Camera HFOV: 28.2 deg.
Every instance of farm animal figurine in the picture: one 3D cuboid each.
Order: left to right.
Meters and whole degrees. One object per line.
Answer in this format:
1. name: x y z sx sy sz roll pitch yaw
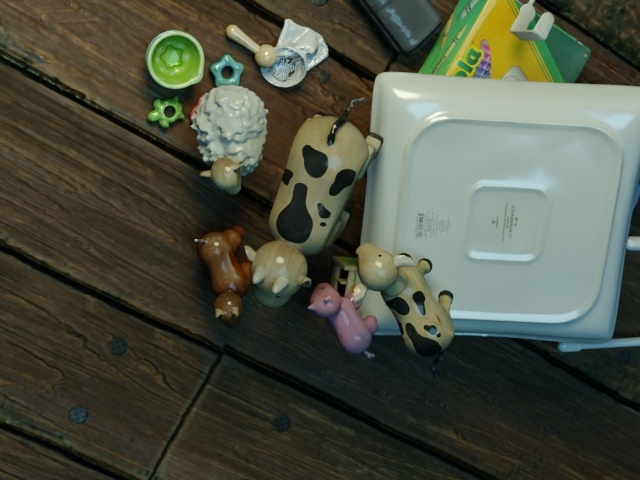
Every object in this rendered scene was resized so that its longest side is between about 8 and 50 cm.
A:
1. farm animal figurine: 0.000 0.000 1.465 0.330 0.172 0.327 8 110 11

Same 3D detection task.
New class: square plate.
1. square plate: 0.223 -0.026 1.562 0.344 0.049 0.347 3 112 -5

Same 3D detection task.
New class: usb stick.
1. usb stick: 0.047 -0.345 1.538 0.077 0.045 0.278 -41 113 -4

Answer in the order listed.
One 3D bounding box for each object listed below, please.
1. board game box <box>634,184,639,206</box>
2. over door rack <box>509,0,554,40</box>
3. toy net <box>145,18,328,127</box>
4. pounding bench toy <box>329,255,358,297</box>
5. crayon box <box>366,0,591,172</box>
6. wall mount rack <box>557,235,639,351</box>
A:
1. board game box: 0.347 -0.078 1.720 0.133 0.033 0.169 -36 108 -1
2. over door rack: 0.373 -0.328 1.605 0.239 0.108 0.324 30 73 -24
3. toy net: -0.095 -0.200 1.529 0.232 0.045 0.122 -9 107 -17
4. pounding bench toy: 0.056 0.061 1.646 0.083 0.052 0.065 5 103 -20
5. crayon box: 0.198 -0.165 1.618 0.165 0.081 0.278 28 94 -23
6. wall mount rack: 0.509 0.108 1.713 0.304 0.130 0.350 27 129 4
